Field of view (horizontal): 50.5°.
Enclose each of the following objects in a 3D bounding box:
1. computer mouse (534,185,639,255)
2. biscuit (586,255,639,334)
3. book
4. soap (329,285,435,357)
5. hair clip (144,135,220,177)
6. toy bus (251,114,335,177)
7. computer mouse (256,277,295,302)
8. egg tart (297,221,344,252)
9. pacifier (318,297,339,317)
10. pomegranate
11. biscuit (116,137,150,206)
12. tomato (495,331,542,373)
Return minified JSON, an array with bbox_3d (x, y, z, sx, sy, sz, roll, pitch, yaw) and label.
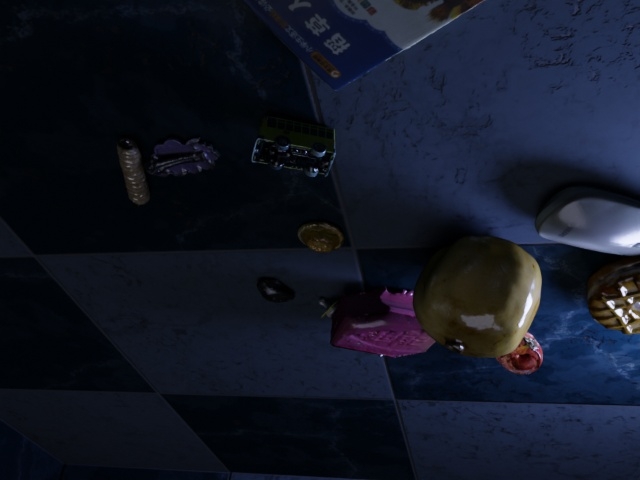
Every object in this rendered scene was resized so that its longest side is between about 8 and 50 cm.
[{"bbox_3d":[0.675,-0.030,1.609,0.331,0.095,0.197,12,148,-6],"label":"computer mouse"},{"bbox_3d":[0.873,0.143,1.794,0.332,0.103,0.332,5,143,3],"label":"biscuit"},{"bbox_3d":[0.090,-0.457,1.183,0.428,0.039,0.300,-24,133,36],"label":"book"},{"bbox_3d":[0.205,0.247,2.026,0.325,0.127,0.220,10,140,-17],"label":"soap"},{"bbox_3d":[-0.335,-0.192,1.621,0.196,0.052,0.124,-11,146,16],"label":"hair clip"},{"bbox_3d":[-0.059,-0.210,1.497,0.175,0.101,0.088,10,144,-11],"label":"toy bus"},{"bbox_3d":[-0.138,0.161,2.063,0.079,0.047,0.135,-26,134,39],"label":"computer mouse"},{"bbox_3d":[0.000,0.000,1.815,0.129,0.049,0.128,7,145,5],"label":"egg tart"},{"bbox_3d":[0.023,0.200,2.091,0.064,0.068,0.083,45,121,7],"label":"pacifier"},{"bbox_3d":[0.402,0.148,1.721,0.333,0.332,0.332,5,144,4],"label":"pomegranate"},{"bbox_3d":[-0.458,-0.164,1.673,0.061,0.055,0.219,43,153,25],"label":"biscuit"},{"bbox_3d":[0.615,0.330,2.112,0.159,0.091,0.139,42,129,0],"label":"tomato"}]
